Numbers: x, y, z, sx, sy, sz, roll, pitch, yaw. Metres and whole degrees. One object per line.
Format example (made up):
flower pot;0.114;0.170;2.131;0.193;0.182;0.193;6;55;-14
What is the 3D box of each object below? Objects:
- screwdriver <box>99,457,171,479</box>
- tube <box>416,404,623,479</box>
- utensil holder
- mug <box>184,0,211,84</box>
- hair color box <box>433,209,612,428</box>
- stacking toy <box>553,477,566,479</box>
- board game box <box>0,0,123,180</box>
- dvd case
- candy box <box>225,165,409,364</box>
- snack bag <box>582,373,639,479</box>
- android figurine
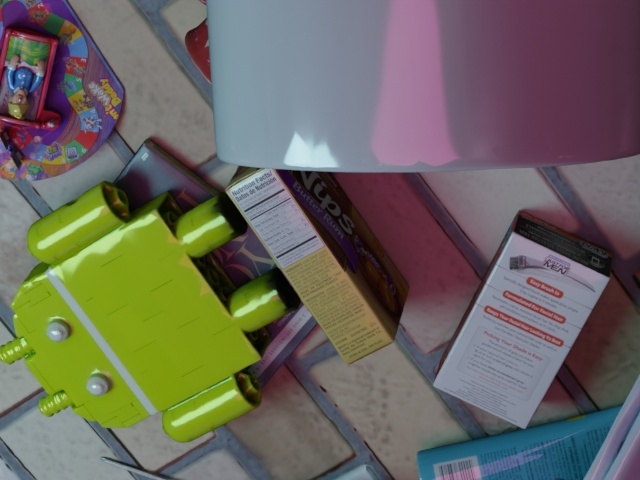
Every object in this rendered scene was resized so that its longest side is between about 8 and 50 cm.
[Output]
screwdriver;-0.130;0.234;1.768;0.170;0.025;0.024;16;116;2
tube;0.192;0.196;1.679;0.207;0.052;0.080;-11;121;9
utensil holder;0.070;-0.249;1.280;0.327;0.327;0.385;1;97;11
mug;-0.027;-0.199;1.504;0.150;0.113;0.169;41;112;-11
hair color box;0.174;0.069;1.619;0.093;0.053;0.167;26;118;0
stacking toy;0.363;0.212;1.603;0.302;0.175;0.166;-37;142;5
board game box;-0.248;-0.132;1.590;0.133;0.033;0.169;-33;106;-2
dvd case;-0.113;0.035;1.677;0.221;0.018;0.164;37;116;-7
candy box;0.000;0.000;1.589;0.053;0.109;0.187;-28;106;21
snack bag;0.357;0.194;1.505;0.342;0.037;0.323;25;93;-33
android figurine;-0.161;0.069;1.663;0.273;0.056;0.248;-27;107;20
